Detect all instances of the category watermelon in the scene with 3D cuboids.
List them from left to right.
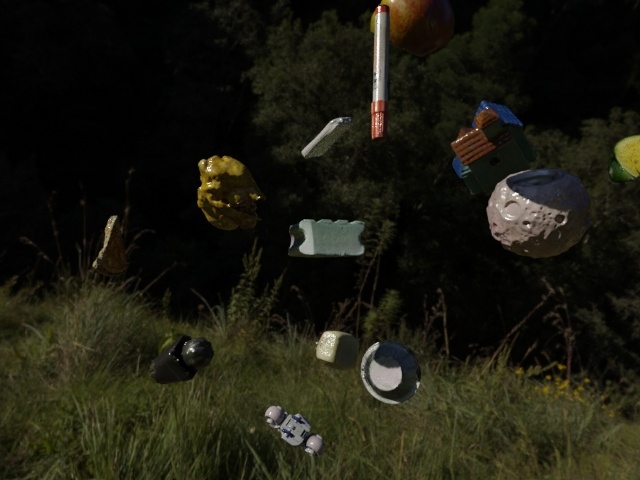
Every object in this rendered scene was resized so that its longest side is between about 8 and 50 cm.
[{"bbox_3d":[0.688,-0.173,0.994,0.182,0.075,0.092,-34,55,-22],"label":"watermelon"}]

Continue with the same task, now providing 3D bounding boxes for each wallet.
[{"bbox_3d":[0.021,-0.313,1.385,0.095,0.190,0.033,-23,81,-42],"label":"wallet"}]

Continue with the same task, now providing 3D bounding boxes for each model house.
[{"bbox_3d":[0.623,-0.390,1.743,0.329,0.295,0.251,37,32,-39],"label":"model house"}]

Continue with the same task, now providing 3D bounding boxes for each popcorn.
[{"bbox_3d":[-0.288,-0.139,1.409,0.253,0.190,0.191,52,-12,-8],"label":"popcorn"}]

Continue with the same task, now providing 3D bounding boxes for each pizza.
[{"bbox_3d":[-0.662,0.016,1.424,0.053,0.195,0.185,0,-8,2],"label":"pizza"}]

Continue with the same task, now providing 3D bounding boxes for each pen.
[{"bbox_3d":[0.099,-0.273,0.736,0.028,0.238,0.028,3,-11,1],"label":"pen"}]

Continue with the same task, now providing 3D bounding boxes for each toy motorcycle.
[{"bbox_3d":[-0.095,0.703,1.660,0.254,0.112,0.112,31,31,16],"label":"toy motorcycle"}]

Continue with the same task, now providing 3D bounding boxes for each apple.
[{"bbox_3d":[0.216,-0.497,1.027,0.173,0.160,0.195,45,31,-3],"label":"apple"}]

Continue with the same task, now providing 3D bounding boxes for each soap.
[{"bbox_3d":[0.000,0.000,1.546,0.209,0.114,0.347,2,-3,-15],"label":"soap"}]

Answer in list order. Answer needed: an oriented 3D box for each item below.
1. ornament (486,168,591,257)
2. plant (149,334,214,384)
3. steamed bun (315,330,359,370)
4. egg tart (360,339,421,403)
[{"bbox_3d":[0.591,-0.069,1.237,0.260,0.224,0.259,-14,20,5],"label":"ornament"},{"bbox_3d":[-0.534,0.458,1.743,0.256,0.141,0.164,-27,13,12],"label":"plant"},{"bbox_3d":[0.071,0.506,2.092,0.153,0.169,0.239,4,-18,33],"label":"steamed bun"},{"bbox_3d":[0.250,0.481,1.652,0.234,0.234,0.094,33,9,29],"label":"egg tart"}]
